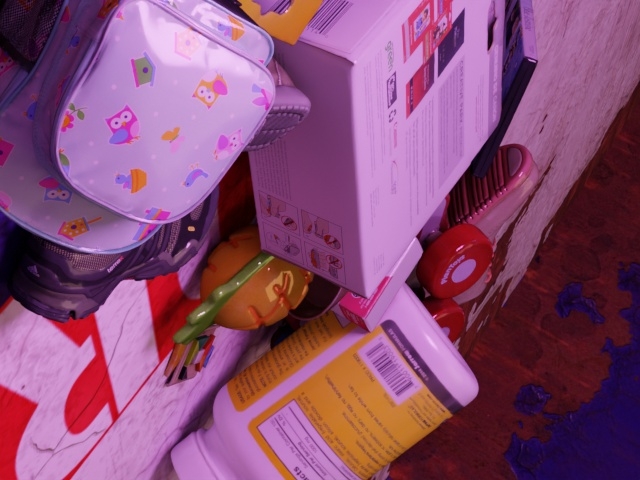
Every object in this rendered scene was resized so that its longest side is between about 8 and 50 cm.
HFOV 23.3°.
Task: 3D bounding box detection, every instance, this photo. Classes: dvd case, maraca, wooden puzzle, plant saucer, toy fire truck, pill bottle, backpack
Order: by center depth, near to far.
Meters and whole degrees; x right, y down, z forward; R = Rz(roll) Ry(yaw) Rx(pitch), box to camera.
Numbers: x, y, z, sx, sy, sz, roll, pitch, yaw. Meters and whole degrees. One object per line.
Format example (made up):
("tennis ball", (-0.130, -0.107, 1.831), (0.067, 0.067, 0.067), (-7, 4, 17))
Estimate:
("backpack", (-0.133, -0.084, 0.969), (0.166, 0.144, 0.188), (26, 106, -41))
("maraca", (-0.075, 0.044, 1.548), (0.185, 0.099, 0.127), (-36, 167, -39))
("plant saucer", (0.000, 0.000, 1.613), (0.029, 0.168, 0.168), (7, 120, -32))
("wooden puzzle", (-0.136, 0.125, 1.673), (0.079, 0.014, 0.116), (-64, 165, 18))
("pill bottle", (0.000, 0.198, 1.789), (0.334, 0.188, 0.188), (-37, 166, 4))
("toy fire truck", (0.052, 0.052, 1.932), (0.253, 0.169, 0.302), (-18, 142, -32))
("dvd case", (0.239, -0.215, 2.047), (0.253, 0.022, 0.180), (-82, -168, -58))

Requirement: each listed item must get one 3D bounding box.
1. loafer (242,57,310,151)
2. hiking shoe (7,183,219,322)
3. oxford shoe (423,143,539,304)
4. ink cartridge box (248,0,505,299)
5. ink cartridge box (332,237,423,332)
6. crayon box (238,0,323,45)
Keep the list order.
("loafer", (-0.105, -0.121, 1.186), (0.094, 0.087, 0.251), (-37, 162, 22))
("hiking shoe", (-0.143, -0.025, 1.205), (0.227, 0.086, 0.114), (-41, 160, -48))
("oxford shoe", (0.193, 0.001, 2.105), (0.348, 0.130, 0.123), (-44, -154, 38))
("ink cartridge box", (0.055, -0.153, 1.431), (0.272, 0.130, 0.309), (-51, 153, -32))
("ink cartridge box", (0.018, 0.014, 1.700), (0.109, 0.150, 0.063), (-57, 162, -9))
("crayon box", (-0.002, -0.309, 1.128), (0.319, 0.081, 0.202), (-62, 165, 6))
